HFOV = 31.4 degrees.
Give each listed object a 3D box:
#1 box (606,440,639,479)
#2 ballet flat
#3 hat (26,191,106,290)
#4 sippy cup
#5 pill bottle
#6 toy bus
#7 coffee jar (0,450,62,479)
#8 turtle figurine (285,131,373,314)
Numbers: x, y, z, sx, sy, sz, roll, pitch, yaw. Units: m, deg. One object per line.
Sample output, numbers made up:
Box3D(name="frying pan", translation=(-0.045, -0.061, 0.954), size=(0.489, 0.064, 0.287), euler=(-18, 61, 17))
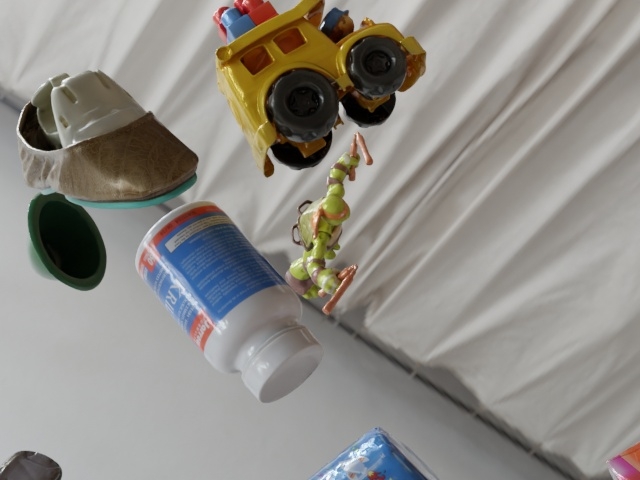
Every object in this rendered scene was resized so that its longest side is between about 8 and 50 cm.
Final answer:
Box3D(name="box", translation=(0.281, 0.197, 0.719), size=(0.128, 0.122, 0.257), euler=(59, -176, 35))
Box3D(name="ballet flat", translation=(-0.228, -0.105, 1.118), size=(0.116, 0.342, 0.124), euler=(-26, -73, -23))
Box3D(name="hat", translation=(-0.469, 0.033, 1.867), size=(0.208, 0.183, 0.173), euler=(23, -132, -59))
Box3D(name="sippy cup", translation=(0.063, 0.394, 1.597), size=(0.305, 0.224, 0.240), euler=(45, -176, 40))
Box3D(name="pill bottle", translation=(-0.099, 0.070, 1.272), size=(0.221, 0.124, 0.124), euler=(47, -151, 25))
Box3D(name="toy bus", translation=(-0.019, -0.210, 1.306), size=(0.211, 0.220, 0.149), euler=(57, 171, 10))
Box3D(name="coffee jar", translation=(-0.402, 0.376, 1.514), size=(0.079, 0.184, 0.096), euler=(23, -151, 8))
Box3D(name="turtle figurine", translation=(0.000, 0.000, 1.549), size=(0.087, 0.217, 0.270), euler=(10, -116, -6))
